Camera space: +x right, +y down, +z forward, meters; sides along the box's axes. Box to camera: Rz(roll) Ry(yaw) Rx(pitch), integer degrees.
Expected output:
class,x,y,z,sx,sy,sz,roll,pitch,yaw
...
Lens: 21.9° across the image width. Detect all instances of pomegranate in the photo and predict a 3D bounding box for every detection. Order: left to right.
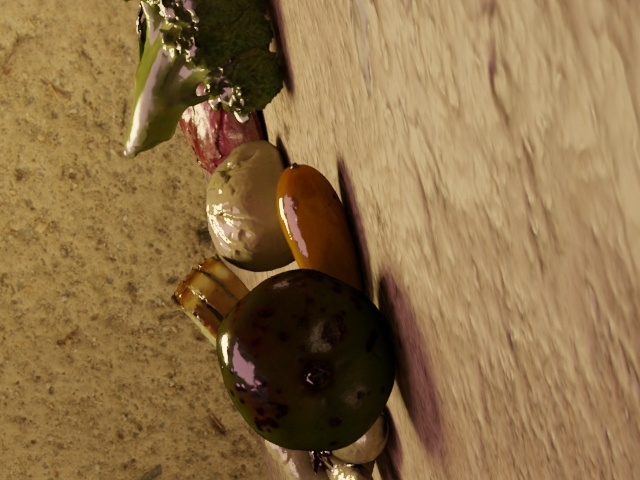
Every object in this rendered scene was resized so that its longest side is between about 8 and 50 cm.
class,x,y,z,sx,sy,sz,roll,pitch,yaw
pomegranate,-0.016,0.128,1.805,0.248,0.202,0.202,-163,59,-81

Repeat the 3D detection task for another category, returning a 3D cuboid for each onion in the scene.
class,x,y,z,sx,sy,sz,roll,pitch,yaw
onion,-0.163,-0.217,2.531,0.227,0.120,0.283,-122,19,-53

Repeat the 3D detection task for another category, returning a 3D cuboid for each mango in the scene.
class,x,y,z,sx,sy,sz,roll,pitch,yaw
mango,0.000,0.000,1.866,0.098,0.075,0.190,-65,-42,-71

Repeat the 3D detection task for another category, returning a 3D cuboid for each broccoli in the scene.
class,x,y,z,sx,sy,sz,roll,pitch,yaw
broccoli,-0.144,-0.258,2.138,0.254,0.186,0.302,16,130,34

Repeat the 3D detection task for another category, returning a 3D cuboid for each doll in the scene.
class,x,y,z,sx,sy,sz,roll,pitch,yaw
doll,0.012,0.238,2.054,0.278,0.149,0.175,114,176,-58

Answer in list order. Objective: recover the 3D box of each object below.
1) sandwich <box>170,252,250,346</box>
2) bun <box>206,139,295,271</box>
class,x,y,z,sx,sy,sz,roll,pitch,yaw
sandwich,-0.086,0.146,2.309,0.273,0.095,0.249,47,176,-8
bun,-0.101,-0.050,2.346,0.178,0.128,0.193,84,171,-55
